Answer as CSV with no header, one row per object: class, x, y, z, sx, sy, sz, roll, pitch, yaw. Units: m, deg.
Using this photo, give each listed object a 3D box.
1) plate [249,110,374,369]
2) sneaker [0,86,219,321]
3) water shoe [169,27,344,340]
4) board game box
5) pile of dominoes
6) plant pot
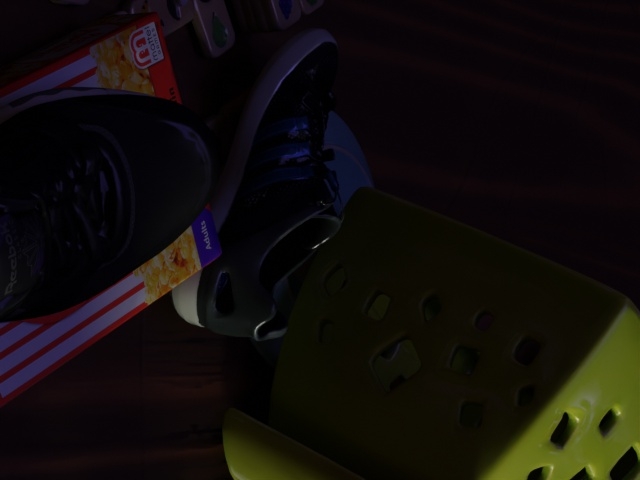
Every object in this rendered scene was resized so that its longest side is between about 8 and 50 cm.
plate,0.000,0.000,1.141,0.188,0.024,0.188,1,89,-58
sneaker,-0.143,0.004,0.752,0.283,0.124,0.107,-20,109,-36
water shoe,-0.017,-0.031,1.036,0.203,0.080,0.073,-66,160,-15
board game box,-0.141,-0.019,0.891,0.193,0.045,0.147,-37,120,-46
pile of dominoes,-0.063,-0.145,1.026,0.251,0.040,0.196,-43,124,-48
plant pot,0.089,0.133,1.079,0.207,0.228,0.227,-53,137,-15
